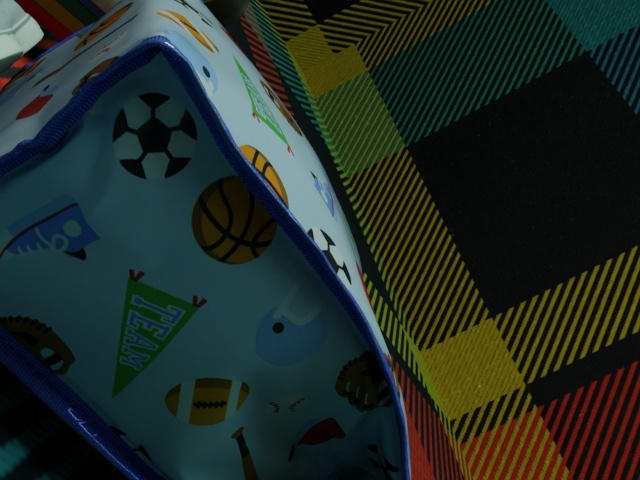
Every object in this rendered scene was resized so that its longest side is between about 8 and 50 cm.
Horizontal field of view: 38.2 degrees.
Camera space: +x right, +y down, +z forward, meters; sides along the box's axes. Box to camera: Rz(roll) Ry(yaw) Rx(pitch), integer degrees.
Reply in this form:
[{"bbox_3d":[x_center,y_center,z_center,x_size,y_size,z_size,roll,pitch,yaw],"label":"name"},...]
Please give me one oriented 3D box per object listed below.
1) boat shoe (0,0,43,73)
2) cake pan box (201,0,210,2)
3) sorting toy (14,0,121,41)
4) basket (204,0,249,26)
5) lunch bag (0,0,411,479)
[{"bbox_3d":[-0.269,-0.153,0.687,0.081,0.079,0.227,50,7,-20],"label":"boat shoe"},{"bbox_3d":[-0.233,-0.558,1.675,0.267,0.070,0.246,-28,95,-38],"label":"cake pan box"},{"bbox_3d":[-0.299,-0.334,0.908,0.257,0.089,0.255,38,24,-46],"label":"sorting toy"},{"bbox_3d":[-0.233,-0.538,1.880,0.227,0.154,0.204,43,27,-77],"label":"basket"},{"bbox_3d":[-0.081,0.029,0.695,0.385,0.239,0.328,51,10,-25],"label":"lunch bag"}]
